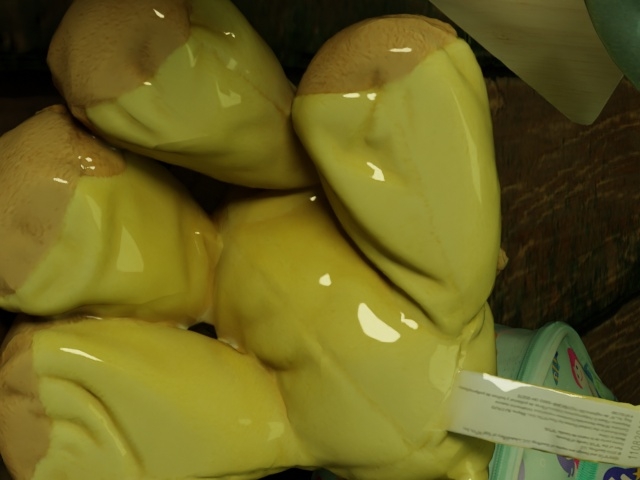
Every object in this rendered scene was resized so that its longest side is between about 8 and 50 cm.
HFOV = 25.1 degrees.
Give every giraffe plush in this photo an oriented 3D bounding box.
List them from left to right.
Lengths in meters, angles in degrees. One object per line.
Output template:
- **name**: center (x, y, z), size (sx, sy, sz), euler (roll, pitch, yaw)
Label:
- **giraffe plush**: center (0.000, 0.000, 0.488), size (0.181, 0.210, 0.170), euler (-60, -173, 15)

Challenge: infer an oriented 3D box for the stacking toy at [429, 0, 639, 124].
- **stacking toy**: center (0.035, -0.092, 0.364), size (0.309, 0.279, 0.130), euler (32, 66, -15)

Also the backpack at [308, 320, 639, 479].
- **backpack**: center (0.090, 0.157, 0.676), size (0.253, 0.191, 0.225), euler (53, 47, -48)
